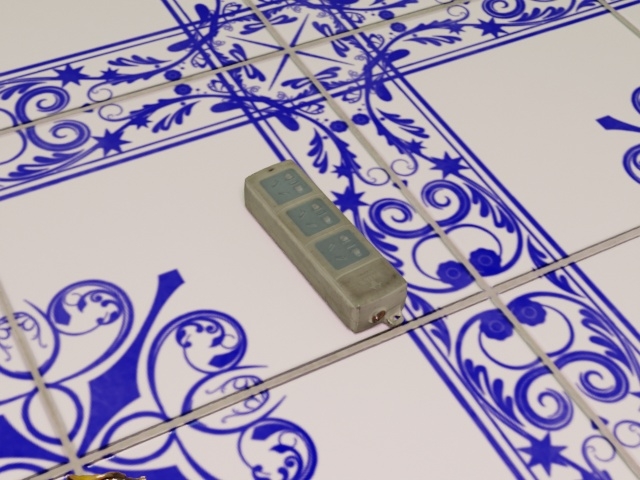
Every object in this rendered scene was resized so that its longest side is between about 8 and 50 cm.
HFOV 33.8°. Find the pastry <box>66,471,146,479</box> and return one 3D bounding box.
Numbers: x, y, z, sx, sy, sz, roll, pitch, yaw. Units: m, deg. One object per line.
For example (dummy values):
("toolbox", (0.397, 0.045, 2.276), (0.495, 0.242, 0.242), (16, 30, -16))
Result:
("pastry", (-0.193, 0.301, 0.896), (0.154, 0.102, 0.250), (32, 55, 24))

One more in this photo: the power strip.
("power strip", (0.000, 0.000, 1.222), (0.078, 0.052, 0.272), (-25, 54, -24))
